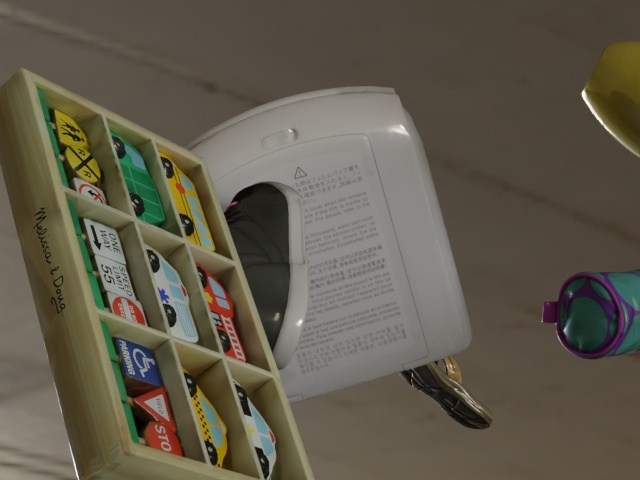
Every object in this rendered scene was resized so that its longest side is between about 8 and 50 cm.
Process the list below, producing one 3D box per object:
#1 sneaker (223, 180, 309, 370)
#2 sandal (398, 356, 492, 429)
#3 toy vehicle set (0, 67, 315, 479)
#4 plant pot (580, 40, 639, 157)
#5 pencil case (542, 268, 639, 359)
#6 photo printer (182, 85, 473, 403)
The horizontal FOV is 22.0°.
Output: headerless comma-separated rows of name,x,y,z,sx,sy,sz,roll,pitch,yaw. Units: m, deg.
sneaker,-0.097,0.003,1.443,0.147,0.104,0.295,19,21,-13
sandal,0.151,0.167,2.053,0.180,0.049,0.072,41,-28,-16
toy vehicle set,-0.099,0.035,0.964,0.035,0.266,0.166,-36,-35,23
plant pot,0.356,-0.176,1.891,0.095,0.134,0.134,29,-18,6
pencil case,0.237,0.049,1.217,0.070,0.064,0.152,14,13,43
photo printer,0.000,0.000,1.690,0.256,0.307,0.107,-17,22,0
